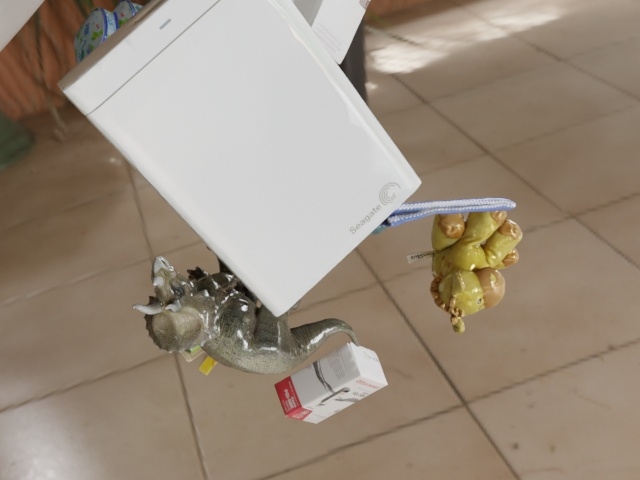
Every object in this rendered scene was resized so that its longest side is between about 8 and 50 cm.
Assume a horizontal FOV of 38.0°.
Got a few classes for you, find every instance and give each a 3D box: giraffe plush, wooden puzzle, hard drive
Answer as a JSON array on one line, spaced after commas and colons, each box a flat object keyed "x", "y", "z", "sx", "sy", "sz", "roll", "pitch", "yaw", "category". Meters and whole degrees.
[{"x": 0.252, "y": 0.055, "z": 1.601, "sx": 0.210, "sy": 0.181, "sz": 0.170, "roll": -28, "pitch": 36, "yaw": 22, "category": "giraffe plush"}, {"x": -0.177, "y": 0.127, "z": 1.321, "sx": 0.078, "sy": 0.116, "sz": 0.014, "roll": -42, "pitch": -3, "yaw": -6, "category": "wooden puzzle"}, {"x": -0.069, "y": -0.109, "z": 0.993, "sx": 0.233, "sy": 0.353, "sz": 0.047, "roll": -43, "pitch": 32, "yaw": -4, "category": "hard drive"}]

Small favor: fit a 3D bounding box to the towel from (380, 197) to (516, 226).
[{"x": 0.068, "y": -0.033, "z": 1.316, "sx": 0.243, "sy": 0.040, "sz": 0.336, "roll": -6, "pitch": 3, "yaw": -40, "category": "towel"}]

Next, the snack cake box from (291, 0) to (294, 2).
[{"x": -0.117, "y": -0.349, "z": 1.150, "sx": 0.089, "sy": 0.264, "sz": 0.152, "roll": -2, "pitch": 66, "yaw": 19, "category": "snack cake box"}]

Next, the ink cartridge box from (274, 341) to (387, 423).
[{"x": 0.017, "y": 0.213, "z": 1.374, "sx": 0.135, "sy": 0.099, "sz": 0.056, "roll": -32, "pitch": 62, "yaw": 18, "category": "ink cartridge box"}]

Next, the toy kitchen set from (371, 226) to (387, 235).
[{"x": 0.000, "y": 0.000, "z": 1.665, "sx": 0.207, "sy": 0.166, "sz": 0.122, "roll": -33, "pitch": 57, "yaw": 34, "category": "toy kitchen set"}]

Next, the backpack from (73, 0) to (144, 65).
[{"x": -0.261, "y": -0.251, "z": 1.199, "sx": 0.114, "sy": 0.084, "sz": 0.105, "roll": -40, "pitch": 50, "yaw": 30, "category": "backpack"}]

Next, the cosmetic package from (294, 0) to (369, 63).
[{"x": -0.034, "y": -0.445, "z": 1.732, "sx": 0.184, "sy": 0.151, "sz": 0.151, "roll": 25, "pitch": 0, "yaw": 27, "category": "cosmetic package"}]

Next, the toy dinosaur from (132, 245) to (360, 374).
[{"x": -0.097, "y": 0.101, "z": 1.126, "sx": 0.121, "sy": 0.314, "sz": 0.160, "roll": -35, "pitch": 36, "yaw": 36, "category": "toy dinosaur"}]

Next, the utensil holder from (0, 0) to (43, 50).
[{"x": -0.501, "y": -0.480, "z": 1.334, "sx": 0.385, "sy": 0.328, "sz": 0.327, "roll": -51, "pitch": 33, "yaw": 2, "category": "utensil holder"}]
